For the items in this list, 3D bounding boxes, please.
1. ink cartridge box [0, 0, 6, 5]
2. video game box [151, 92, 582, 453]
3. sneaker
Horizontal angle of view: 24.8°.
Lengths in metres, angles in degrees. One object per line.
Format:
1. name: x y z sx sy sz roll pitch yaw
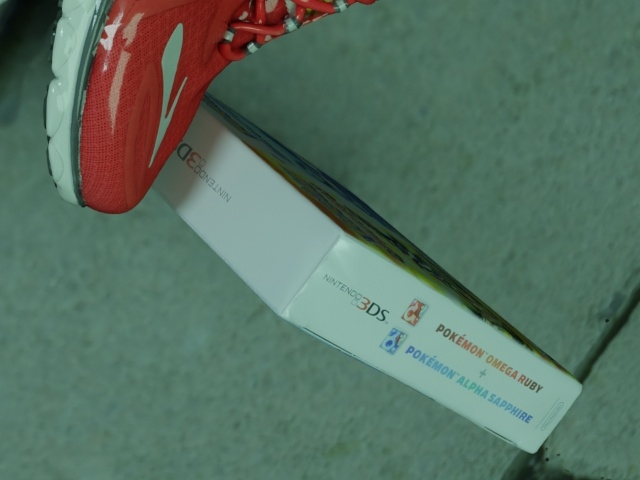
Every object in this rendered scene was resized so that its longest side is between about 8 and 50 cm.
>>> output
1. ink cartridge box: -0.196 -0.124 0.529 0.191 0.082 0.139 -36 135 -5
2. video game box: 0.000 0.000 0.670 0.187 0.205 0.048 29 99 -44
3. sneaker: -0.008 -0.123 0.575 0.279 0.118 0.107 -58 173 -6
